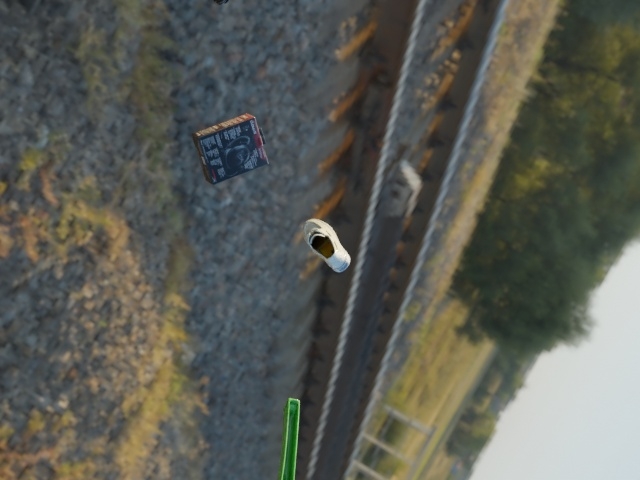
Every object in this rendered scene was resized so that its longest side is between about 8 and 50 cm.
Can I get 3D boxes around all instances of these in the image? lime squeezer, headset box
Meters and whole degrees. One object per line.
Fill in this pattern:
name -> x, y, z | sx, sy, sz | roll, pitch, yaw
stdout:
lime squeezer -> -0.017, 0.300, 1.079 | 0.110, 0.058, 0.310 | -48, -150, 21
headset box -> -0.105, -0.111, 1.351 | 0.083, 0.032, 0.062 | -23, 113, -17

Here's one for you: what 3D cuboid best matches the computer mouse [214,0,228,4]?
computer mouse -> -0.154, -0.445, 1.544 | 0.041, 0.071, 0.242 | -6, 86, -50

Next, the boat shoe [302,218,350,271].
boat shoe -> 0.000, 0.000, 1.362 | 0.035, 0.100, 0.035 | -43, 132, 7
